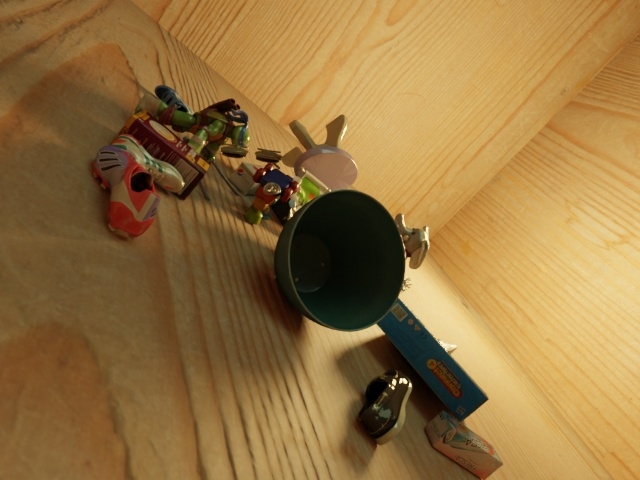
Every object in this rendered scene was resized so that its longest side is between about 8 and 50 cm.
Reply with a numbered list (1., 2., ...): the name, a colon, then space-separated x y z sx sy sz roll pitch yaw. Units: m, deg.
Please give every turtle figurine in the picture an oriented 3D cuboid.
1. turtle figurine: -0.325 -0.236 1.256 0.266 0.275 0.198 25 35 6

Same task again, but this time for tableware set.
1. tableware set: -0.220 -0.264 1.590 0.194 0.039 0.128 7 20 -7

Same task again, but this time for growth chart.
1. growth chart: -0.038 -0.081 1.467 0.021 0.238 0.171 2 -12 39

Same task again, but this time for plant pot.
1. plant pot: 0.013 0.046 1.104 0.290 0.290 0.195 38 -22 -23

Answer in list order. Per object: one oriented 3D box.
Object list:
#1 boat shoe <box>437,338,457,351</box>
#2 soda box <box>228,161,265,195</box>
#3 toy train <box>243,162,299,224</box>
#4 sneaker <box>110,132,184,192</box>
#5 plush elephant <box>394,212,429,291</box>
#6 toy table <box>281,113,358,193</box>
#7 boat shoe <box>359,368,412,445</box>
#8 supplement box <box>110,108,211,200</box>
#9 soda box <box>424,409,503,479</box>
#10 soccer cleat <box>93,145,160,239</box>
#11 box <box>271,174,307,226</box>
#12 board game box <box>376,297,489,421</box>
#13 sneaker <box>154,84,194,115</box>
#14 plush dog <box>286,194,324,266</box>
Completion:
1. boat shoe: 0.395 0.355 1.662 0.184 0.066 0.063 5 40 -54
2. soda box: -0.196 -0.186 1.549 0.074 0.069 0.216 45 14 7
3. toy train: -0.149 -0.101 1.291 0.105 0.143 0.248 35 19 -3
4. sneaker: -0.352 -0.140 1.006 0.161 0.057 0.075 40 30 -20
5. plush elephant: 0.317 0.019 2.024 0.330 0.255 0.272 42 13 -8
6. toy table: 0.000 -0.269 1.588 0.161 0.252 0.274 67 10 25
7. boat shoe: 0.123 0.298 0.969 0.069 0.081 0.228 48 16 0
8. supplement box: -0.341 -0.187 1.094 0.188 0.081 0.104 40 13 -18
9. soda box: 0.315 0.451 1.103 0.183 0.063 0.058 38 13 -22
10. soccer cleat: -0.323 -0.103 0.855 0.083 0.095 0.248 31 18 -42
11. box: -0.049 -0.092 1.608 0.207 0.108 0.153 29 20 -48
12. board game box: 0.292 0.308 1.304 0.308 0.086 0.302 49 3 23
13. sneaker: -0.456 -0.428 1.564 0.144 0.053 0.059 40 16 -10
14. plush dog: 0.000 0.000 1.315 0.210 0.263 0.225 9 -27 46
